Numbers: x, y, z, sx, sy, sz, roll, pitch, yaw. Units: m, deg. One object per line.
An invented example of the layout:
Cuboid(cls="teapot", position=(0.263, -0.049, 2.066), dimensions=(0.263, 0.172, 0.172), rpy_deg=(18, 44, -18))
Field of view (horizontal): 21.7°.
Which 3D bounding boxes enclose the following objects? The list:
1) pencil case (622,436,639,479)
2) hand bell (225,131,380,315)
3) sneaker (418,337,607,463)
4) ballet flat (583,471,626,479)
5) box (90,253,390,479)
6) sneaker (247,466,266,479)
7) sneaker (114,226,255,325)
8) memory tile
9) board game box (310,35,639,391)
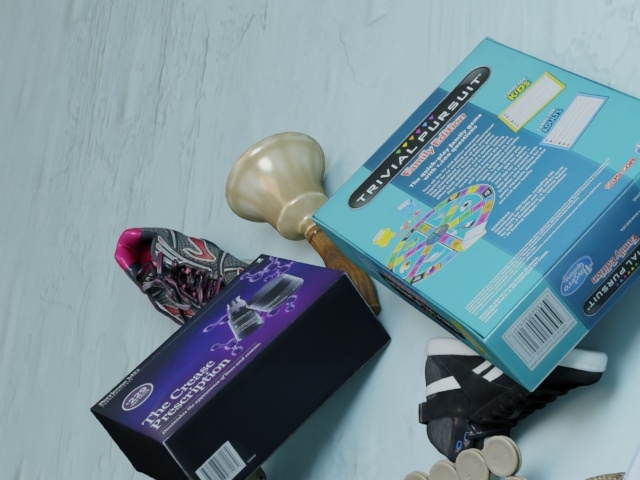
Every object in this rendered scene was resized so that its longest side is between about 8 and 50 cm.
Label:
Cuboid(cls="pencil case", position=(0.246, 0.253, 1.255), dimensions=(0.124, 0.113, 0.273), rpy_deg=(39, 105, 36))
Cuboid(cls="hand bell", position=(0.000, 0.000, 1.827), dimensions=(0.126, 0.126, 0.242), rpy_deg=(-55, 45, 21))
Cuboid(cls="sneaker", position=(0.172, 0.151, 1.486), dimensions=(0.217, 0.079, 0.121), rpy_deg=(-3, 79, 57))
Cuboid(cls="ballet flat", position=(0.190, 0.265, 1.379), dimensions=(0.206, 0.067, 0.073), rpy_deg=(-56, 39, 22))
Cuboid(cls="box", position=(-0.085, 0.140, 1.740), dimensions=(0.261, 0.103, 0.184), rpy_deg=(-43, 22, -21))
Cuboid(cls="sneaker", position=(-0.086, 0.387, 1.675), dimensions=(0.410, 0.182, 0.158), rpy_deg=(-71, -5, -52))
Cuboid(cls="sneaker", position=(-0.153, 0.057, 1.997), dimensions=(0.299, 0.112, 0.121), rpy_deg=(19, 88, 58))
Cuboid(cls="memory tile", position=(0.139, 0.242, 1.478), dimensions=(0.148, 0.012, 0.113), rpy_deg=(-31, 78, 44))
Cuboid(cls="board game box", position=(0.169, -0.037, 1.508), dimensions=(0.254, 0.079, 0.336), rpy_deg=(-46, 31, -5))
